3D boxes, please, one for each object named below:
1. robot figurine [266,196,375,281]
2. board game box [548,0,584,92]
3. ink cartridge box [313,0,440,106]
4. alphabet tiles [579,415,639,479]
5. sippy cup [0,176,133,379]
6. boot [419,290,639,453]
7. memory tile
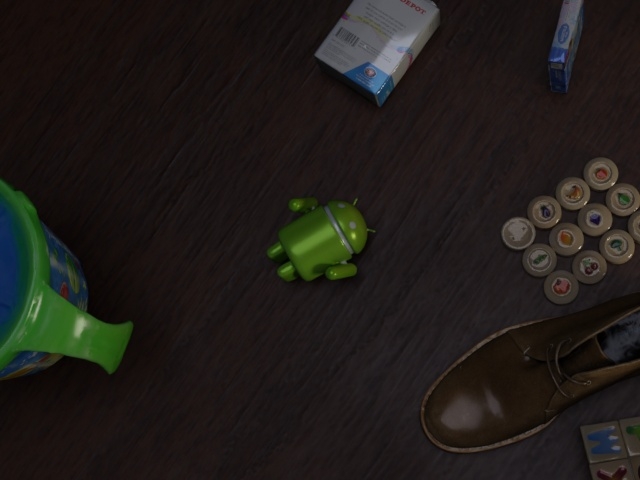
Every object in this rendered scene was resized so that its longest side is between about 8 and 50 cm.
[{"bbox_3d":[0.000,0.000,1.154,0.115,0.067,0.101,-29,73,3],"label":"robot figurine"},{"bbox_3d":[0.264,-0.216,1.140,0.020,0.090,0.090,12,81,16],"label":"board game box"},{"bbox_3d":[0.065,-0.227,1.197,0.088,0.052,0.122,35,87,14],"label":"ink cartridge box"},{"bbox_3d":[0.374,0.274,1.017,0.198,0.009,0.237,-9,60,0],"label":"alphabet tiles"},{"bbox_3d":[-0.359,0.054,1.125,0.240,0.224,0.305,-34,75,2],"label":"sippy cup"},{"bbox_3d":[0.236,0.122,1.065,0.305,0.115,0.112,-26,77,5],"label":"boot"},{"bbox_3d":[0.278,-0.011,1.137,0.148,0.012,0.113,-36,75,2],"label":"memory tile"}]
